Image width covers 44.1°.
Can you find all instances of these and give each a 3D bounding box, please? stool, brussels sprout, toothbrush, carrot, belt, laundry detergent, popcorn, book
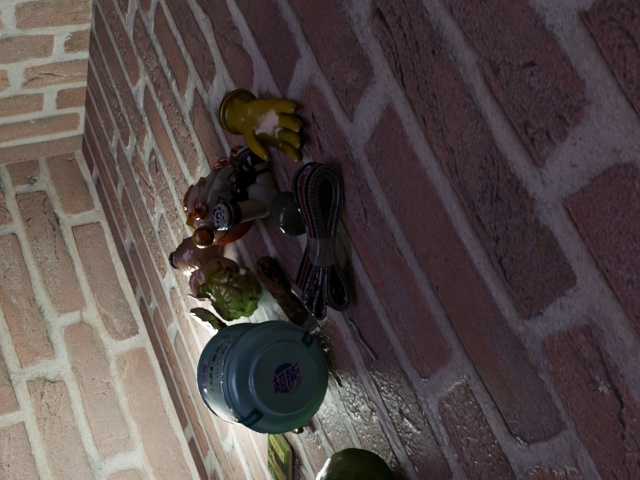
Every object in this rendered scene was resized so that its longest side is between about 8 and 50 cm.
[{"bbox_3d":[-0.071,-0.068,1.914,0.110,0.096,0.096,-138,41,-56],"label":"stool"},{"bbox_3d":[0.084,0.604,1.842,0.244,0.244,0.244,40,137,50],"label":"brussels sprout"},{"bbox_3d":[0.096,0.227,1.825,0.131,0.011,0.013,54,134,38],"label":"toothbrush"},{"bbox_3d":[-0.105,0.132,2.119,0.229,0.069,0.069,53,147,35],"label":"carrot"},{"bbox_3d":[0.000,0.000,1.790,0.094,0.126,0.359,-144,51,-66],"label":"belt"},{"bbox_3d":[-0.147,0.353,2.062,0.305,0.287,0.287,-14,91,64],"label":"laundry detergent"},{"bbox_3d":[-0.276,0.144,2.334,0.195,0.173,0.168,34,172,25],"label":"popcorn"},{"bbox_3d":[-0.130,0.700,2.516,0.160,0.024,0.228,46,142,49],"label":"book"}]

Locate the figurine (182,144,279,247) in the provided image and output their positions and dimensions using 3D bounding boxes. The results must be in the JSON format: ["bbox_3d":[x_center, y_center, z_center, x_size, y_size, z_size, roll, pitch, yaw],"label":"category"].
[{"bbox_3d":[-0.250,-0.101,2.137,0.323,0.196,0.320,-20,42,56],"label":"figurine"}]

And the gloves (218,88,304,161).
[{"bbox_3d":[-0.125,-0.281,1.914,0.294,0.116,0.133,30,137,47],"label":"gloves"}]

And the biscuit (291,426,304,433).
[{"bbox_3d":[-0.107,0.458,2.332,0.176,0.031,0.228,-26,78,63],"label":"biscuit"}]

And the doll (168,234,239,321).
[{"bbox_3d":[-0.333,0.109,2.521,0.201,0.156,0.303,-35,89,21],"label":"doll"}]

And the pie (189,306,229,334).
[{"bbox_3d":[-0.291,0.286,2.425,0.274,0.055,0.274,37,172,6],"label":"pie"}]
